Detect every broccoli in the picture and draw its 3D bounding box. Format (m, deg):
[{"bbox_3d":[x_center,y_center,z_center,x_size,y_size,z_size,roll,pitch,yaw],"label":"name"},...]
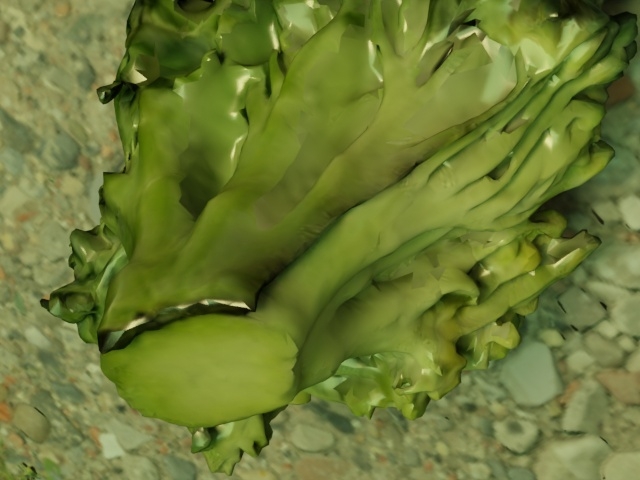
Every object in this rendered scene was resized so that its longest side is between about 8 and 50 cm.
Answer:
[{"bbox_3d":[0.000,0.000,0.584,0.247,0.246,0.288,18,132,3],"label":"broccoli"}]
